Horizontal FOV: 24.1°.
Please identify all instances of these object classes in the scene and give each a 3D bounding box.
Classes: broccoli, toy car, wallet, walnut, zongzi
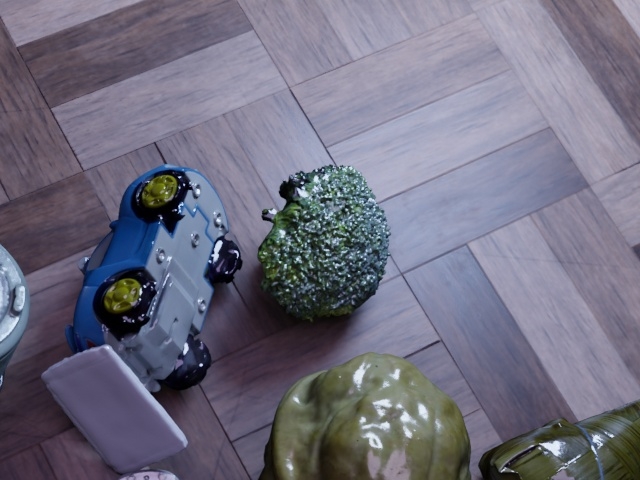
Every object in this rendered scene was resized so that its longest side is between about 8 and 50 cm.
[{"bbox_3d":[0.003,-0.002,2.034,0.176,0.198,0.226,-35,40,11],"label":"broccoli"},{"bbox_3d":[-0.228,0.046,1.974,0.166,0.198,0.314,1,58,25],"label":"toy car"},{"bbox_3d":[-0.260,0.213,1.886,0.183,0.124,0.032,54,30,-18],"label":"wallet"},{"bbox_3d":[0.056,0.287,1.839,0.282,0.253,0.276,-19,38,22],"label":"walnut"},{"bbox_3d":[0.393,0.350,1.959,0.300,0.138,0.286,-20,73,-20],"label":"zongzi"}]

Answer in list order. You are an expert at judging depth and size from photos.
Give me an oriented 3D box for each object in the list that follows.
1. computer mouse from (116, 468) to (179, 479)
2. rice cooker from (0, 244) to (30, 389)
[{"bbox_3d":[-0.213,0.386,1.881,0.102,0.045,0.199,-4,67,-11],"label":"computer mouse"},{"bbox_3d":[-0.492,0.111,1.861,0.241,0.227,0.280,-26,70,-43],"label":"rice cooker"}]
